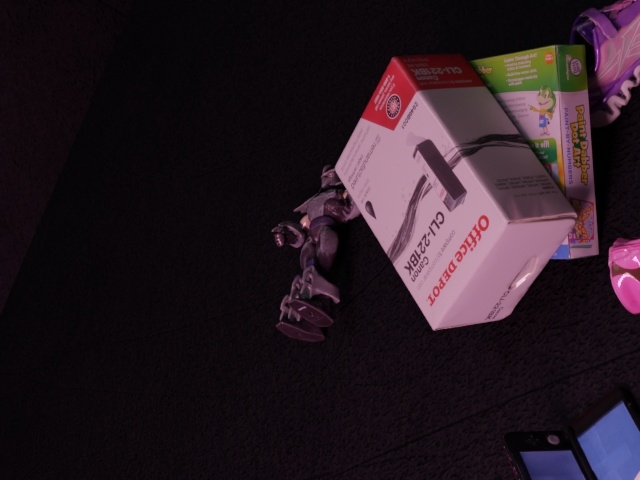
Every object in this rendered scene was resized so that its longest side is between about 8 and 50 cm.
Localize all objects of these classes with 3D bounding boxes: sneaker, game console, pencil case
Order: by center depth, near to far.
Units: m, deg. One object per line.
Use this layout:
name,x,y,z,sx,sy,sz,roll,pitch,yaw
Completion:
pencil case,0.383,0.019,1.233,0.209,0.098,0.095,-18,54,51
game console,0.272,0.227,1.269,0.144,0.124,0.085,-109,26,-50
sneaker,0.357,-0.250,1.460,0.236,0.104,0.095,-54,31,15

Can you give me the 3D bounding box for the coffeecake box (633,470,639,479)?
coffeecake box,0.361,0.228,1.100,0.142,0.068,0.185,-113,39,-51

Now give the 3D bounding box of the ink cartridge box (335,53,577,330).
ink cartridge box,0.153,-0.059,1.466,0.273,0.114,0.197,59,140,30

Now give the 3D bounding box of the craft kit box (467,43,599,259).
craft kit box,0.224,-0.101,1.503,0.250,0.061,0.247,1,98,56

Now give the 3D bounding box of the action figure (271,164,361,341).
action figure,0.000,0.000,1.829,0.185,0.099,0.285,-39,35,50
